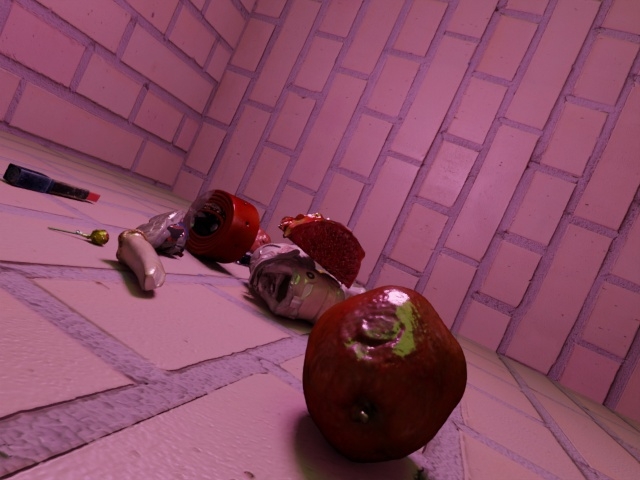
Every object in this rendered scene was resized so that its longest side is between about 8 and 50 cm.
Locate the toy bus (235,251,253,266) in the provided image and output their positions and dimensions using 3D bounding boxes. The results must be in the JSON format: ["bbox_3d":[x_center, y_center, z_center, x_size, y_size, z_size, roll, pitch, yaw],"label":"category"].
[{"bbox_3d":[-0.296,0.064,1.624,0.058,0.052,0.102,26,4,35],"label":"toy bus"}]

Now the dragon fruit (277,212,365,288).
[{"bbox_3d":[0.005,-0.010,1.156,0.274,0.126,0.161,40,2,-28],"label":"dragon fruit"}]

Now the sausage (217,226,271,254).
[{"bbox_3d":[-0.330,-0.010,1.757,0.279,0.152,0.152,24,1,21],"label":"sausage"}]

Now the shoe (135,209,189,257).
[{"bbox_3d":[-0.431,0.000,1.185,0.099,0.126,0.228,-10,22,11],"label":"shoe"}]

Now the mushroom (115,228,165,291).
[{"bbox_3d":[-0.352,0.043,0.855,0.071,0.084,0.209,-2,21,-36],"label":"mushroom"}]

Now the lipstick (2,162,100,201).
[{"bbox_3d":[-0.801,-0.161,1.317,0.051,0.051,0.312,24,-1,14],"label":"lipstick"}]

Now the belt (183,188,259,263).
[{"bbox_3d":[-0.340,-0.045,1.411,0.323,0.228,0.115,8,-15,46],"label":"belt"}]

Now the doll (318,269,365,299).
[{"bbox_3d":[0.062,0.196,1.821,0.252,0.111,0.237,24,-15,6],"label":"doll"}]

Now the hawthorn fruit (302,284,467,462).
[{"bbox_3d":[0.070,0.175,0.561,0.224,0.224,0.261,25,16,18],"label":"hawthorn fruit"}]

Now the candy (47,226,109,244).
[{"bbox_3d":[-0.533,-0.017,0.954,0.122,0.035,0.035,13,-24,-35],"label":"candy"}]

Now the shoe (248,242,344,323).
[{"bbox_3d":[-0.105,0.095,1.183,0.350,0.172,0.198,26,2,42],"label":"shoe"}]
